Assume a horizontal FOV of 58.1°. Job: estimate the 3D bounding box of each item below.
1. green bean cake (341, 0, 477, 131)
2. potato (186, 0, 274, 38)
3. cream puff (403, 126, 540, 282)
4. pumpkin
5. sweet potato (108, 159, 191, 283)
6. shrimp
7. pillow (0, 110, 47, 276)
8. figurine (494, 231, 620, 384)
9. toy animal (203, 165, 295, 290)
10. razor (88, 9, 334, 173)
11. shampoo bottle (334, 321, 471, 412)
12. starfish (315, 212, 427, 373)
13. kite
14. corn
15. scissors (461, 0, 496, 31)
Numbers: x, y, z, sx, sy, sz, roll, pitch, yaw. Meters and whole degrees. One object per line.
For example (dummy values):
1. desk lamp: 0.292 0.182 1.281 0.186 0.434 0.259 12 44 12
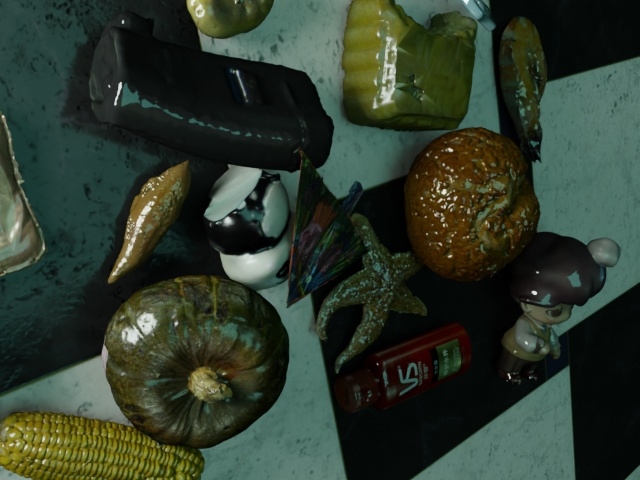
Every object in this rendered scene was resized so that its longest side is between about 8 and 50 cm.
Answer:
1. green bean cake: 0.162 -0.311 1.013 0.236 0.124 0.233 -3 100 -35
2. potato: -0.130 -0.344 0.832 0.138 0.070 0.091 -28 118 -27
3. cream puff: 0.297 -0.066 1.092 0.303 0.212 0.303 -5 98 -41
4. pumpkin: -0.164 0.172 0.804 0.260 0.189 0.260 -9 116 -19
5. sweet potato: -0.244 -0.028 0.820 0.068 0.060 0.206 26 83 2
6. shrimp: 0.459 -0.329 1.262 0.164 0.062 0.317 -28 111 -32
7. pillow: -0.424 -0.052 0.699 0.135 0.034 0.211 -23 113 -32
8. figurine: 0.508 0.159 1.294 0.218 0.206 0.365 2 99 -21
9. toy animal: -0.093 -0.017 0.874 0.166 0.138 0.179 -61 138 -43
10. razor: -0.141 -0.191 0.795 0.327 0.107 0.189 6 51 -36
11. shampoo bottle: 0.173 0.257 1.151 0.314 0.076 0.118 -12 109 -33
12. starfish: 0.123 0.098 1.100 0.302 0.060 0.299 -1 97 -36
13. kite: 0.000 0.000 0.890 0.234 0.016 0.321 -59 147 -12
14. corn: -0.300 0.306 0.810 0.313 0.102 0.102 32 80 -35
15. scissors: 0.198 -0.528 1.019 0.360 0.029 0.191 45 31 -21
